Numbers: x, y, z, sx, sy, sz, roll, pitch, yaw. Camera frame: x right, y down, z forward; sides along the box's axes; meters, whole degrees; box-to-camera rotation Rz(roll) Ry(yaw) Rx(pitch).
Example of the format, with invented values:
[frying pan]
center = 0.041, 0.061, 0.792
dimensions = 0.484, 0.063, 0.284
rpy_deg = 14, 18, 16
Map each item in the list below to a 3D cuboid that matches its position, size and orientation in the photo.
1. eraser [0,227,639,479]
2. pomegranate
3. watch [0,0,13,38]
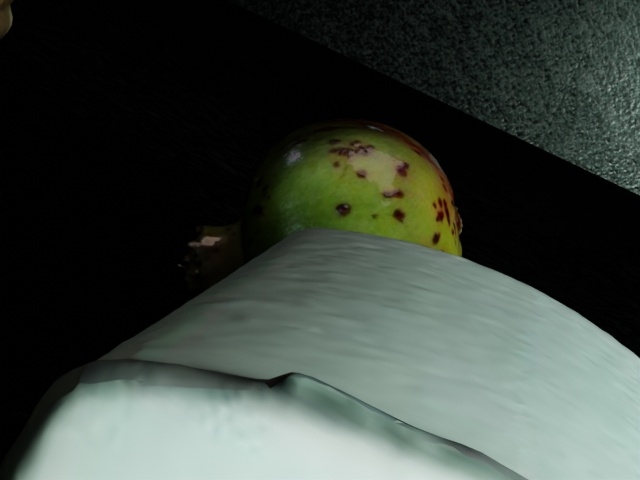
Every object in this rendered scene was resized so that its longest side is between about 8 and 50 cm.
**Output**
[eraser]
center = 0.035, 0.074, 0.478
dimensions = 0.189, 0.104, 0.290
rpy_deg = 22, 10, 7
[pomegranate]
center = 0.007, -0.004, 0.745
dimensions = 0.130, 0.130, 0.130
rpy_deg = 24, 11, -5
[watch]
center = -0.342, -0.253, 0.864
dimensions = 0.335, 0.314, 0.327
rpy_deg = 37, 25, 7
